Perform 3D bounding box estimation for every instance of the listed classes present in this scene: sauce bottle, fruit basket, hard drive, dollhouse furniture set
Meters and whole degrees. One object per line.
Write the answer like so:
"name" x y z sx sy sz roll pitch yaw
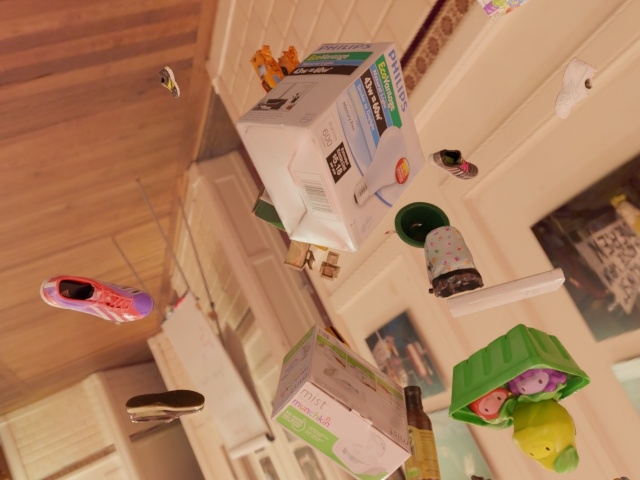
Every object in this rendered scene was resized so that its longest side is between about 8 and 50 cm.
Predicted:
"sauce bottle" 0.315 0.644 2.016 0.111 0.344 0.111 -2 143 -2
"fruit basket" 0.585 0.480 1.788 0.283 0.392 0.392 21 141 -28
"hard drive" 0.590 0.173 2.008 0.353 0.047 0.233 -17 164 11
"dollhouse furniture set" 0.000 0.000 1.802 0.101 0.161 0.182 -54 162 -72

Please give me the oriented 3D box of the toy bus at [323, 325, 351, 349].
"toy bus" 0.060 0.433 2.003 0.130 0.108 0.332 -24 126 -15

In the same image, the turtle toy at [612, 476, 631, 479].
"turtle toy" 0.671 0.561 1.374 0.130 0.066 0.095 16 101 -44

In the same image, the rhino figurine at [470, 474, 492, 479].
"rhino figurine" 0.489 0.837 1.897 0.106 0.073 0.243 -13 -144 42

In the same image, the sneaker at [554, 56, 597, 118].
"sneaker" 0.548 -0.318 1.342 0.053 0.061 0.152 -47 152 -27

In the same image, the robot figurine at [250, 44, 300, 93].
"robot figurine" -0.065 -0.408 1.729 0.211 0.291 0.085 -18 161 -45

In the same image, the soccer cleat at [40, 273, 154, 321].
"soccer cleat" -0.609 0.162 1.744 0.318 0.108 0.116 18 161 -34

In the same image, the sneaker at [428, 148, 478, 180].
"sneaker" 0.412 -0.230 1.870 0.170 0.063 0.075 19 159 -19

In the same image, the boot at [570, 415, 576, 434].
"boot" 0.716 0.533 1.940 0.106 0.219 0.082 -18 -177 -10

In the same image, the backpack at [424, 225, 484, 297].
"backpack" 0.355 0.053 1.706 0.152 0.182 0.115 -12 144 2

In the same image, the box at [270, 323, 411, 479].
"box" 0.049 0.335 1.290 0.127 0.262 0.231 -49 -168 18

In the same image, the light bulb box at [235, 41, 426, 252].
"light bulb box" 0.044 -0.230 1.490 0.225 0.358 0.361 12 -130 37

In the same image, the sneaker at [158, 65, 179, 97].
"sneaker" -0.382 -0.394 1.563 0.035 0.031 0.083 -34 131 -22

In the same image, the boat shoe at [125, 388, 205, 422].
"boat shoe" -0.435 0.476 1.766 0.224 0.073 0.080 -3 -155 0

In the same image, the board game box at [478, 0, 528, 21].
"board game box" 0.387 -0.665 1.398 0.142 0.275 0.144 -25 151 29

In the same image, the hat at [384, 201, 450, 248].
"hat" 0.318 -0.010 2.013 0.173 0.208 0.183 -11 144 -4

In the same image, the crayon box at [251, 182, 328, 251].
"crayon box" -0.045 -0.096 1.987 0.081 0.318 0.202 -54 -166 38
